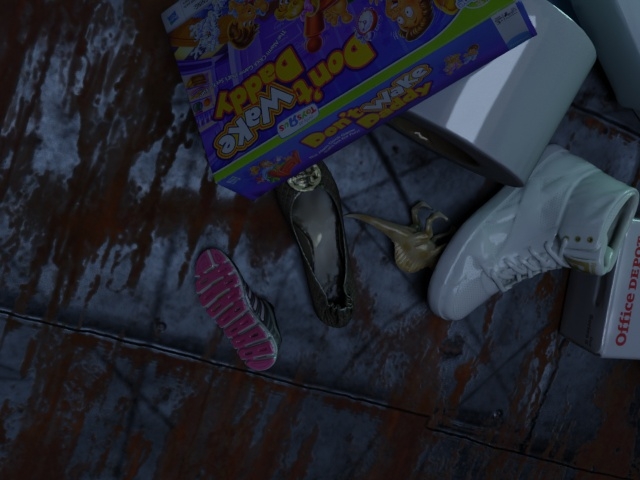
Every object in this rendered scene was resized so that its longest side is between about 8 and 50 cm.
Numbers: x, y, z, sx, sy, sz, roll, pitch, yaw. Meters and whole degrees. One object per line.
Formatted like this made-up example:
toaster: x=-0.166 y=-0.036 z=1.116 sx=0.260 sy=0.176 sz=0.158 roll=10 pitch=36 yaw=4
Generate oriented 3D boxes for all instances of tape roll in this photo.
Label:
tape roll: x=0.172 y=-0.191 z=0.890 sx=0.246 sy=0.246 sz=0.169 roll=29 pitch=93 yaw=-17

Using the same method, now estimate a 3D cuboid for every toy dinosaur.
toy dinosaur: x=0.128 y=-0.004 z=1.018 sx=0.183 sy=0.053 sz=0.093 roll=37 pitch=92 yaw=-18

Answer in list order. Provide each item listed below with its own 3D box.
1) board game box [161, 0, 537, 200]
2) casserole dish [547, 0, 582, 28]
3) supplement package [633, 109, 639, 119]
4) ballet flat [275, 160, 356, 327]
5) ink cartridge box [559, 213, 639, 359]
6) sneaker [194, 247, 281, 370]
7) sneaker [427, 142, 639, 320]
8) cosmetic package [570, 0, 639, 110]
board game box: x=0.014 y=-0.229 z=0.797 sx=0.347 sy=0.078 sz=0.233 roll=-29 pitch=67 yaw=19
casserole dish: x=0.325 y=-0.326 z=1.008 sx=0.188 sy=0.037 sz=0.114 roll=41 pitch=90 yaw=-18
supplement package: x=0.594 y=-0.175 z=1.044 sx=0.203 sy=0.149 sz=0.194 roll=-41 pitch=108 yaw=-3
ballet flat: x=0.000 y=0.000 z=0.985 sx=0.084 sy=0.058 sz=0.250 roll=-15 pitch=104 yaw=-11
ink cartridge box: x=0.506 y=0.066 z=1.091 sx=0.272 sy=0.115 sz=0.198 roll=5 pitch=99 yaw=-15
sneaker: x=-0.103 y=0.087 z=0.980 sx=0.063 sy=0.075 sz=0.170 roll=-34 pitch=85 yaw=13
sneaker: x=0.282 y=0.016 z=0.987 sx=0.292 sy=0.169 sz=0.108 roll=-50 pitch=137 yaw=-1
cosmetic package: x=0.491 y=-0.394 z=0.967 sx=0.377 sy=0.097 sz=0.284 roll=-44 pitch=118 yaw=-5
